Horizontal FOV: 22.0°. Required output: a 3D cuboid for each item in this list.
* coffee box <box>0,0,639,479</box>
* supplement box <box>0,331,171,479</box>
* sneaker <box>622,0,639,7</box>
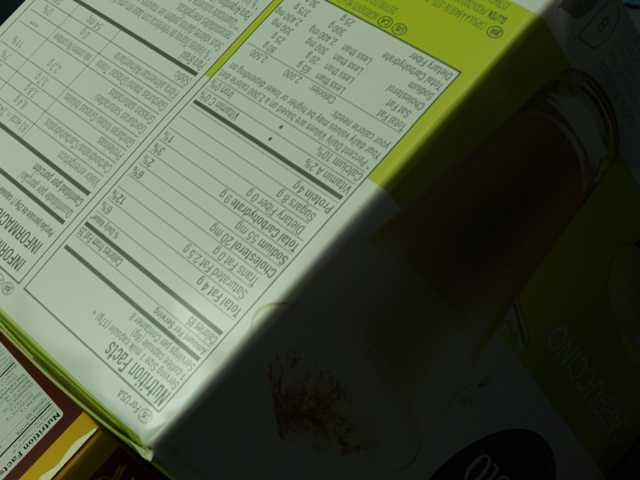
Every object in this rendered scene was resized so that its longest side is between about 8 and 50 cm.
[{"bbox_3d":[0.000,0.000,1.008,0.334,0.337,0.338,-48,47,-8],"label":"coffee box"},{"bbox_3d":[-0.183,0.167,1.102,0.129,0.191,0.194,-46,44,-6],"label":"supplement box"},{"bbox_3d":[0.255,-0.208,1.179,0.083,0.087,0.221,-47,45,-7],"label":"sneaker"}]
